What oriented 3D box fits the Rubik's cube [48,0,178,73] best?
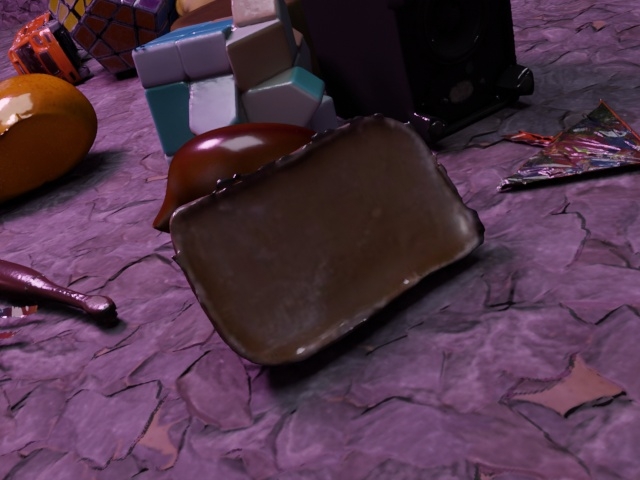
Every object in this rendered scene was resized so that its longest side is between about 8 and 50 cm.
[{"bbox_3d":[-0.435,-0.526,1.489,0.263,0.319,0.319,18,39,9],"label":"Rubik's cube"}]

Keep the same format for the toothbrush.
[{"bbox_3d":[-0.346,0.043,0.747,0.363,0.041,0.041,9,38,35],"label":"toothbrush"}]

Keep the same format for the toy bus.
[{"bbox_3d":[-0.662,-0.459,1.628,0.153,0.143,0.329,-30,33,-5],"label":"toy bus"}]

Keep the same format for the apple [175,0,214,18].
[{"bbox_3d":[-0.212,-0.501,1.442,0.199,0.200,0.200,-11,31,7],"label":"apple"}]

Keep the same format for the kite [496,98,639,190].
[{"bbox_3d":[0.280,-0.104,0.731,0.232,0.009,0.189,-33,33,-29],"label":"kite"}]

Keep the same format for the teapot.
[{"bbox_3d":[-0.043,-0.043,0.684,0.251,0.135,0.178,-2,-2,-10],"label":"teapot"}]

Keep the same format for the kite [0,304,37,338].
[{"bbox_3d":[-0.411,0.108,0.692,0.245,0.015,0.141,-10,32,15],"label":"kite"}]

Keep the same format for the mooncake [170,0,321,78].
[{"bbox_3d":[-0.104,-0.342,1.155,0.284,0.156,0.284,-13,32,8],"label":"mooncake"}]

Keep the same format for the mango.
[{"bbox_3d":[-0.481,-0.140,1.009,0.290,0.160,0.191,-42,45,-23],"label":"mango"}]

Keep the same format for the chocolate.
[{"bbox_3d":[0.001,0.000,0.579,0.261,0.161,0.083,-26,-4,-24],"label":"chocolate"}]

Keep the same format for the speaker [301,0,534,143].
[{"bbox_3d":[0.119,-0.278,0.871,0.184,0.232,0.254,-29,32,-19],"label":"speaker"}]

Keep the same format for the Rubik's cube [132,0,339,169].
[{"bbox_3d":[-0.097,-0.195,0.852,0.212,0.225,0.265,-8,25,11],"label":"Rubik's cube"}]
